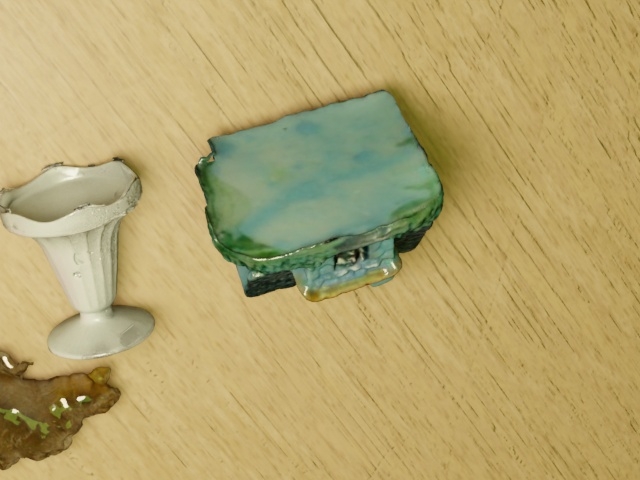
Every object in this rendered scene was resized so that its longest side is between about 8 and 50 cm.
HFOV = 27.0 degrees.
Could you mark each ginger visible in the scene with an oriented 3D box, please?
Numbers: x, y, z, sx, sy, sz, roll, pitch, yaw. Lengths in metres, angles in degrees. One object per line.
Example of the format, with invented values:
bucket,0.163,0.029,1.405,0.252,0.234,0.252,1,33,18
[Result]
ginger,-0.406,0.183,1.570,0.333,0.080,0.166,12,87,-11

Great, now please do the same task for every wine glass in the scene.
wine glass,-0.266,0.023,1.519,0.165,0.165,0.196,-15,112,-11

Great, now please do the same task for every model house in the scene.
model house,0.000,0.000,1.571,0.261,0.226,0.241,-16,138,-9
